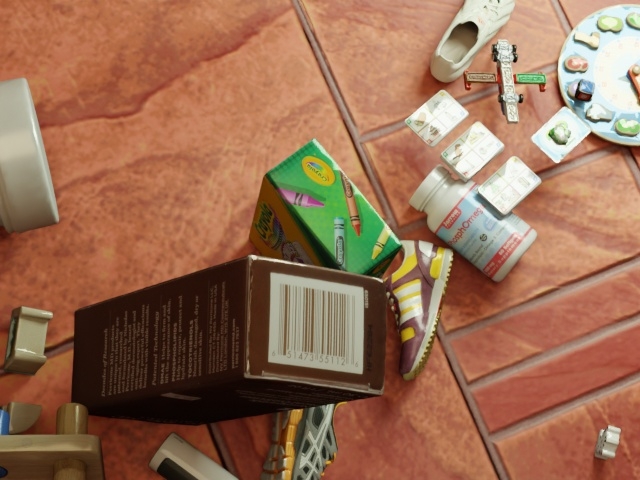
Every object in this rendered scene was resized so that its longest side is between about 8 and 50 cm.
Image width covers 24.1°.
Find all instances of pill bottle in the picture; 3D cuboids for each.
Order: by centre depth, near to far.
[{"bbox_3d":[-0.535,-0.071,1.842,0.392,0.224,0.224,-12,77,-8],"label":"pill bottle"},{"bbox_3d":[0.197,-0.025,1.960,0.160,0.087,0.087,39,76,6],"label":"pill bottle"}]

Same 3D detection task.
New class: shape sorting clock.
[{"bbox_3d":[0.428,-0.228,2.054,0.206,0.040,0.206,1,76,-5],"label":"shape sorting clock"}]

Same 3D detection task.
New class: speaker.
[{"bbox_3d":[-0.145,0.299,1.868,0.136,0.055,0.055,36,76,4],"label":"speaker"}]

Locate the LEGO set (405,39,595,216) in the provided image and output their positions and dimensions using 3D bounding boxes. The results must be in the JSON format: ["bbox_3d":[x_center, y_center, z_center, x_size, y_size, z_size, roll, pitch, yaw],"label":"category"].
[{"bbox_3d":[0.251,-0.160,1.993,0.182,0.060,0.244,44,67,10],"label":"LEGO set"}]

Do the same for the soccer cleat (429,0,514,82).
[{"bbox_3d":[0.214,-0.298,2.035,0.068,0.076,0.196,32,75,4],"label":"soccer cleat"}]

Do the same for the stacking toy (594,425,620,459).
[{"bbox_3d":[0.419,0.355,1.901,0.167,0.052,0.221,15,76,-1],"label":"stacking toy"}]

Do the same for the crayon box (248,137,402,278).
[{"bbox_3d":[0.000,0.000,1.838,0.081,0.278,0.165,-37,81,-14],"label":"crayon box"}]

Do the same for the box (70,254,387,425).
[{"bbox_3d":[-0.116,0.125,1.727,0.191,0.381,0.143,11,74,-35],"label":"box"}]

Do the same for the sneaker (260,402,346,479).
[{"bbox_3d":[-0.021,0.272,1.874,0.083,0.084,0.215,15,81,-21],"label":"sneaker"}]

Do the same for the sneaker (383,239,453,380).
[{"bbox_3d":[0.114,0.089,1.941,0.084,0.069,0.185,14,69,8],"label":"sneaker"}]

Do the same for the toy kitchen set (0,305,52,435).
[{"bbox_3d":[-0.455,0.156,1.866,0.207,0.122,0.166,11,74,-23],"label":"toy kitchen set"}]

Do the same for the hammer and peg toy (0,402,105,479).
[{"bbox_3d":[-0.430,0.289,1.741,0.361,0.266,0.127,1,57,-5],"label":"hammer and peg toy"}]
